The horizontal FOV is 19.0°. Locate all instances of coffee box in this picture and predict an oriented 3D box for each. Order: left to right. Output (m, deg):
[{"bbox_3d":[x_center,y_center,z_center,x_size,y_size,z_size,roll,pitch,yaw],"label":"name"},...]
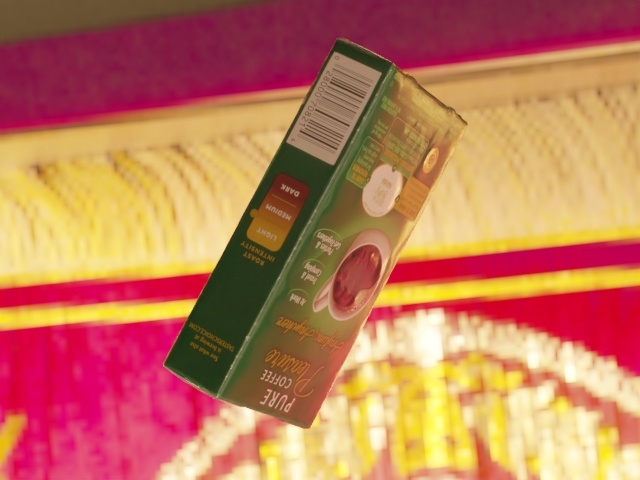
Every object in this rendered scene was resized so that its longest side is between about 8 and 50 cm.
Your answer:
[{"bbox_3d":[0.000,0.000,0.957,0.040,0.184,0.113,27,-179,27],"label":"coffee box"}]
